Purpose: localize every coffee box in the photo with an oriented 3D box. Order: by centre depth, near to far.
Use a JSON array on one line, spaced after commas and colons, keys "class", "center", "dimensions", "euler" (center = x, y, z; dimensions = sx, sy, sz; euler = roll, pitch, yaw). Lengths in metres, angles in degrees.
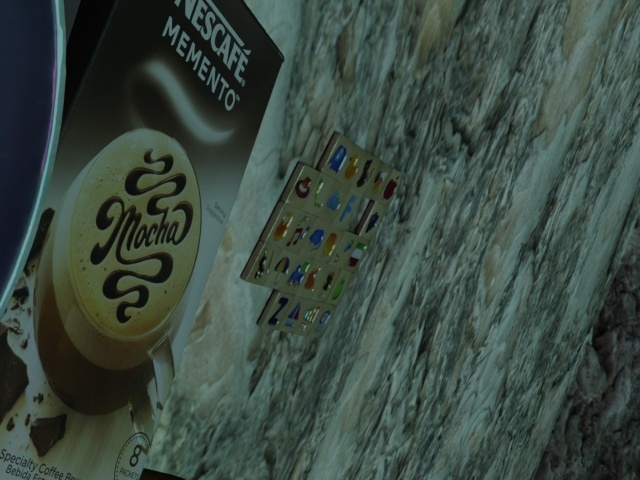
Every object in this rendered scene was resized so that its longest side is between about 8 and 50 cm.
[{"class": "coffee box", "center": [-0.141, -0.013, 0.617], "dimensions": [0.168, 0.119, 0.297], "euler": [46, 59, -60]}]

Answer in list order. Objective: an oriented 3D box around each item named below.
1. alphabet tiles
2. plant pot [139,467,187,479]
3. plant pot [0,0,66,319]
[{"class": "alphabet tiles", "center": [0.000, 0.000, 1.169], "dimensions": [0.198, 0.009, 0.237], "euler": [-63, 157, 2]}, {"class": "plant pot", "center": [-0.207, 0.234, 0.762], "dimensions": [0.237, 0.237, 0.254], "euler": [-59, 142, -7]}, {"class": "plant pot", "center": [-0.246, -0.048, 0.345], "dimensions": [0.293, 0.196, 0.293], "euler": [-41, 142, -43]}]
